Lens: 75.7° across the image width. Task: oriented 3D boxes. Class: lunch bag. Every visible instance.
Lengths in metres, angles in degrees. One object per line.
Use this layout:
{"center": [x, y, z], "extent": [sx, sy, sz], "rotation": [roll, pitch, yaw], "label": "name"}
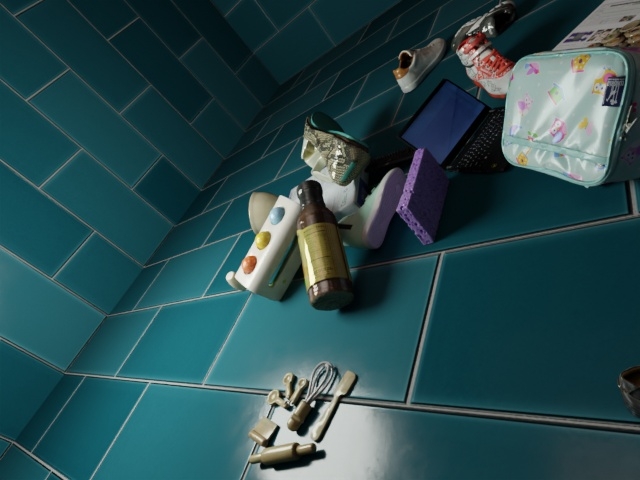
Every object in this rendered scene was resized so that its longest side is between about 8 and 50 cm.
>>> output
{"center": [0.448, -0.217, 0.730], "extent": [0.107, 0.224, 0.279], "rotation": [-5, 23, -13], "label": "lunch bag"}

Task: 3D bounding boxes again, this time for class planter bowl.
{"center": [-0.175, -0.099, 1.478], "extent": [0.109, 0.162, 0.162], "rotation": [-4, 40, 13], "label": "planter bowl"}

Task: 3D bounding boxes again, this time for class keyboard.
{"center": [0.226, -0.255, 1.248], "extent": [0.180, 0.023, 0.108], "rotation": [-12, 24, 38], "label": "keyboard"}

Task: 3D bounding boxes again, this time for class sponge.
{"center": [0.241, -0.107, 0.948], "extent": [0.031, 0.117, 0.210], "rotation": [-18, 37, 43], "label": "sponge"}

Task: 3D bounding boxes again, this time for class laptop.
{"center": [0.371, -0.296, 1.012], "extent": [0.234, 0.136, 0.264], "rotation": [-51, 28, -12], "label": "laptop"}

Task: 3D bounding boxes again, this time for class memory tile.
{"center": [0.600, -0.396, 0.838], "extent": [0.113, 0.012, 0.148], "rotation": [-22, 27, 38], "label": "memory tile"}

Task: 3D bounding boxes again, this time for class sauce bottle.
{"center": [0.000, 0.000, 1.016], "extent": [0.111, 0.111, 0.345], "rotation": [-30, 51, 25], "label": "sauce bottle"}

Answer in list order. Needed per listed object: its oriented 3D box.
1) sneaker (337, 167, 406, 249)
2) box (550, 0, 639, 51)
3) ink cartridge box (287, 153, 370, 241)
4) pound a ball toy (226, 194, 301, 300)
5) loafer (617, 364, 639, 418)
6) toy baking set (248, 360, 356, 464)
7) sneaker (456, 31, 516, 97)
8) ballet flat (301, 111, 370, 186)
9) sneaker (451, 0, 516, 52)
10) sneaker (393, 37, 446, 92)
{"center": [0.127, -0.090, 1.097], "extent": [0.151, 0.094, 0.256], "rotation": [0, 52, 48], "label": "sneaker"}
{"center": [0.684, -0.473, 0.927], "extent": [0.322, 0.058, 0.232], "rotation": [-44, 28, 3], "label": "box"}
{"center": [0.011, -0.130, 1.343], "extent": [0.330, 0.071, 0.324], "rotation": [-30, 31, 32], "label": "ink cartridge box"}
{"center": [-0.164, 0.025, 1.206], "extent": [0.208, 0.135, 0.319], "rotation": [29, 89, 49], "label": "pound a ball toy"}
{"center": [0.411, 0.148, 0.431], "extent": [0.170, 0.061, 0.062], "rotation": [-27, 31, 28], "label": "loafer"}
{"center": [-0.048, 0.338, 0.817], "extent": [0.256, 0.030, 0.197], "rotation": [-24, 33, 33], "label": "toy baking set"}
{"center": [0.468, -0.492, 1.142], "extent": [0.090, 0.145, 0.270], "rotation": [-37, 29, 13], "label": "sneaker"}
{"center": [0.018, -0.295, 1.343], "extent": [0.182, 0.163, 0.483], "rotation": [-60, 24, 18], "label": "ballet flat"}
{"center": [0.562, -0.728, 1.415], "extent": [0.234, 0.078, 0.106], "rotation": [-27, 30, 26], "label": "sneaker"}
{"center": [0.383, -0.709, 1.583], "extent": [0.290, 0.123, 0.105], "rotation": [-53, 27, -19], "label": "sneaker"}
